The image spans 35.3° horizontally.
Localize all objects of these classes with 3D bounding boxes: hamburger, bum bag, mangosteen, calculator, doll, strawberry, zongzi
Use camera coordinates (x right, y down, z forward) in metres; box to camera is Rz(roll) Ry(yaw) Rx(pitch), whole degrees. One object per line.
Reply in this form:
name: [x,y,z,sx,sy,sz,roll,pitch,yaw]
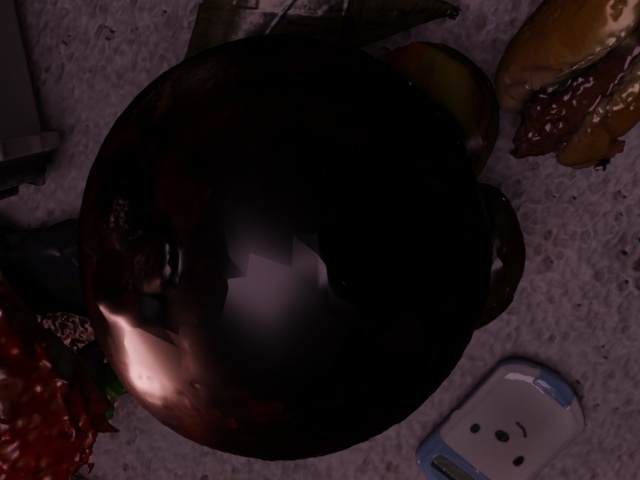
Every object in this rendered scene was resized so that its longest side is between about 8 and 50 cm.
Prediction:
hamburger: [0.295,-0.212,0.918,0.155,0.245,0.282,40,66,3]
bum bag: [-0.325,0.031,1.161,0.310,0.074,0.137,-1,119,17]
mangosteen: [-0.001,-0.002,0.902,0.421,0.381,0.381,-13,107,-17]
calculator: [0.200,0.225,1.137,0.121,0.039,0.210,40,111,-1]
doll: [-0.235,0.163,1.201,0.190,0.050,0.115,-26,107,22]
strawberry: [-0.404,0.213,1.064,0.292,0.292,0.343,44,66,-4]
zongzi: [-0.012,-0.187,1.018,0.242,0.112,0.221,23,113,-5]

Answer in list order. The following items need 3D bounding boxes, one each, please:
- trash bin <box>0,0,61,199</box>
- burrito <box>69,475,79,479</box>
trash bin: [-0.439,-0.208,1.007,0.256,0.296,0.367,-1,101,13]
burrito: [-0.393,0.436,1.271,0.190,0.135,0.332,43,113,5]
